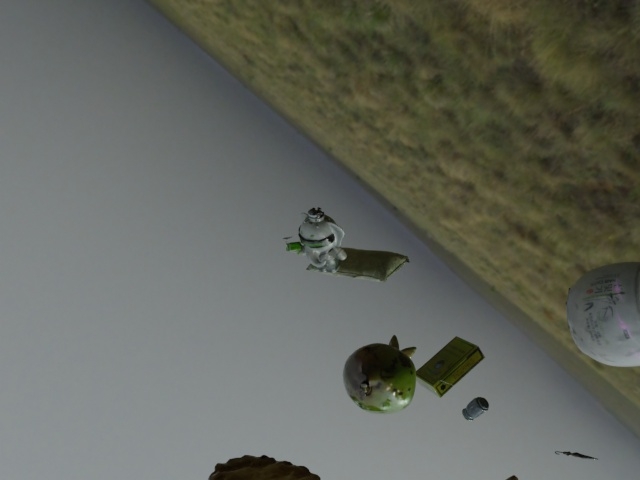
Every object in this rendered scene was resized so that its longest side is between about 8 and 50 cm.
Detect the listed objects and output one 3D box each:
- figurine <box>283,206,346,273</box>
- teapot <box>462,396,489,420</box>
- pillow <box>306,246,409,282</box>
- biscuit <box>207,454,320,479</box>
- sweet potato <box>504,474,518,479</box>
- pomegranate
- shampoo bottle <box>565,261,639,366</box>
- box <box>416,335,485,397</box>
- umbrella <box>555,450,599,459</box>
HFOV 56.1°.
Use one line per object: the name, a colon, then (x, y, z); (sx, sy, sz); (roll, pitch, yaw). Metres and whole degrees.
figurine: (0.000, 0.000, 1.523); (0.147, 0.126, 0.192); (12, 131, 33)
teapot: (0.473, 0.509, 1.843); (0.049, 0.083, 0.064); (15, -137, -30)
pillow: (0.124, 0.075, 1.960); (0.302, 0.075, 0.185); (7, -154, 33)
biscuit: (-0.140, 0.676, 1.563); (0.325, 0.107, 0.326); (8, -172, -1)
sweet potato: (0.587, 0.892, 2.047); (0.112, 0.359, 0.112); (12, -127, -16)
pomegranate: (0.133, 0.270, 1.273); (0.156, 0.156, 0.220); (40, -143, -7)
shampoo bottle: (0.818, 0.190, 1.578); (0.273, 0.273, 0.266); (38, 144, -26)
box: (0.449, 0.441, 2.107); (0.064, 0.220, 0.141); (54, 168, -18)
umbrella: (0.764, 0.640, 1.792); (0.122, 0.013, 0.022); (4, -167, 14)
